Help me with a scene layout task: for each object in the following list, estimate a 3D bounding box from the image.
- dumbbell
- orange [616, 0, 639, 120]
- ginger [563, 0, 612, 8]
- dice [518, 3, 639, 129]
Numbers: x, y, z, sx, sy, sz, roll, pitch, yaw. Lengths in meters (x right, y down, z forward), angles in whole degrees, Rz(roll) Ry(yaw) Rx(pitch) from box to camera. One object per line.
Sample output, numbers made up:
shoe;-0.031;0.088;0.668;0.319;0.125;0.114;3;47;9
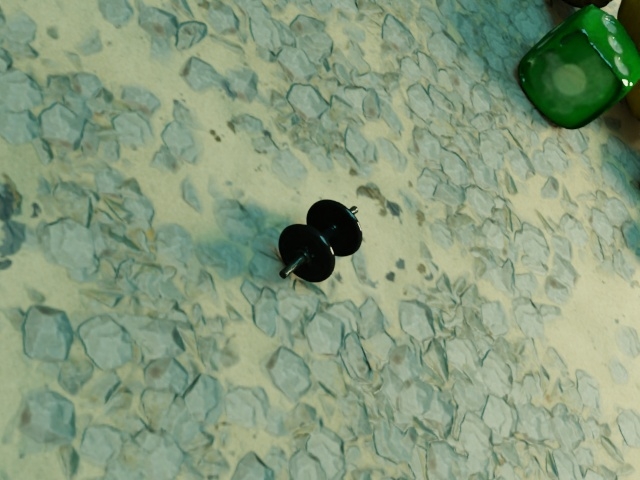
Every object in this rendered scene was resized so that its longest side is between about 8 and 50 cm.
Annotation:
dumbbell;0.000;0.000;1.155;0.069;0.069;0.147;51;45;-4
orange;0.562;-0.288;1.642;0.235;0.279;0.279;-3;59;6
ginger;0.438;-0.442;1.747;0.133;0.107;0.309;51;42;1
dice;0.368;-0.245;1.558;0.128;0.131;0.120;47;43;-5
